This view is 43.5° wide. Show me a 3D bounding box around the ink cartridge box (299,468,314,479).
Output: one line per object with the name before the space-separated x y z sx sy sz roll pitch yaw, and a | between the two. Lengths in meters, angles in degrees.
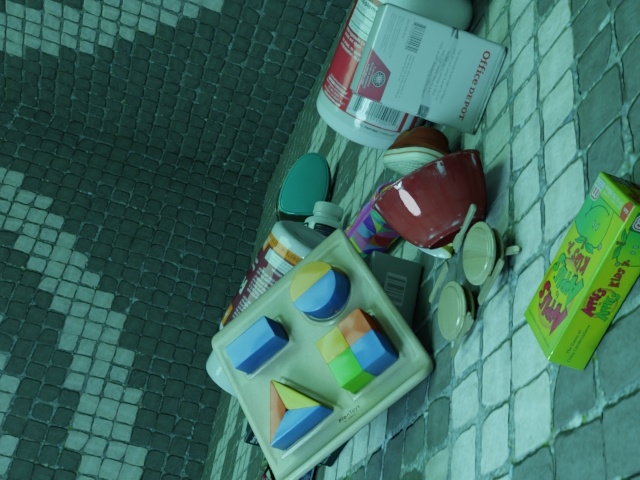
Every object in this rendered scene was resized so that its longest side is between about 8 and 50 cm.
ink cartridge box | -0.050 0.477 1.783 0.224 0.045 0.223 133 154 -69

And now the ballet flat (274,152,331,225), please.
ballet flat | -0.064 -0.038 2.442 0.182 0.164 0.482 95 -177 -57

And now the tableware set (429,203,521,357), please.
tableware set | 0.214 0.060 1.124 0.128 0.039 0.194 -104 25 -49

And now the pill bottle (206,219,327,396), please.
pill bottle | -0.096 0.170 1.873 0.392 0.224 0.224 -60 13 12

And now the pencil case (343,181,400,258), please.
pencil case | 0.113 -0.029 1.618 0.236 0.105 0.104 127 157 -59

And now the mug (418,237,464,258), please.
mug | 0.199 -0.010 1.294 0.064 0.078 0.062 -66 -24 -14

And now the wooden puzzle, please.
wooden puzzle | -0.024 0.178 1.329 0.322 0.080 0.347 -41 49 11

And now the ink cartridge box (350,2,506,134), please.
ink cartridge box | 0.180 -0.290 1.358 0.092 0.218 0.158 -109 38 -74

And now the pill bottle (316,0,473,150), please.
pill bottle | 0.162 -0.404 1.609 0.229 0.229 0.407 -89 20 -57

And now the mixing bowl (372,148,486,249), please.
mixing bowl | 0.180 -0.049 1.202 0.098 0.182 0.181 63 155 13

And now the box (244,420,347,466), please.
box | -0.017 0.300 1.522 0.103 0.185 0.261 -86 17 -49

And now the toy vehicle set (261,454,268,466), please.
toy vehicle set | -0.068 0.401 1.769 0.267 0.035 0.165 125 161 -62

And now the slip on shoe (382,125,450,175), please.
slip on shoe | 0.179 -0.155 1.422 0.101 0.123 0.331 -63 3 7

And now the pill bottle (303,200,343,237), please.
pill bottle | 0.000 0.000 2.122 0.108 0.108 0.193 146 141 -73

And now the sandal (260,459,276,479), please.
sandal | -0.102 0.527 1.680 0.067 0.040 0.179 111 152 -57

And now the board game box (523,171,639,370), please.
board game box | 0.277 0.031 0.821 0.092 0.043 0.181 -96 26 -64

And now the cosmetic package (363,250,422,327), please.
cosmetic package | 0.093 0.112 1.485 0.238 0.107 0.127 141 142 -66
